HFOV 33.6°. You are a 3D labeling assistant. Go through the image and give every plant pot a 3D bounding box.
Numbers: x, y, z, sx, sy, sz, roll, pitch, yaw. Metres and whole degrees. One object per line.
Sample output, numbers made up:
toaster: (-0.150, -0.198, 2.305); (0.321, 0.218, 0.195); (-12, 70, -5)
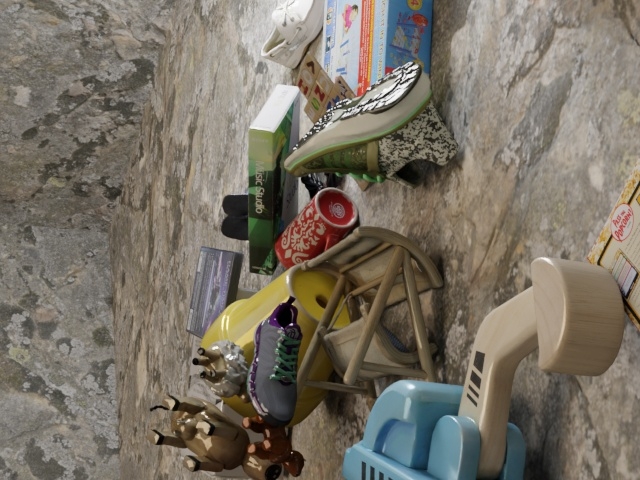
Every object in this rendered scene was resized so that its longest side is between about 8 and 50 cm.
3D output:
plant pot: (-0.057, 0.180, 1.970); (0.239, 0.254, 0.254); (-49, 37, 32)

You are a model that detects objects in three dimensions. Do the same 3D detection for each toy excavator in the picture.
toy excavator: (0.184, 0.234, 1.326); (0.433, 0.222, 0.445); (-173, 90, -68)

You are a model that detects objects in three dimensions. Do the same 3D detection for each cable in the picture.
cable: (-0.002, -0.167, 2.157); (0.184, 0.047, 0.150); (-101, 24, -43)

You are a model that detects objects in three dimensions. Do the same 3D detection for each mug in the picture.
mug: (0.006, -0.005, 2.043); (0.150, 0.113, 0.169); (57, 141, 15)

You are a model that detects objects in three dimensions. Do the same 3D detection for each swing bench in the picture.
swing bench: (0.075, 0.132, 1.725); (0.253, 0.165, 0.255); (147, 131, -65)

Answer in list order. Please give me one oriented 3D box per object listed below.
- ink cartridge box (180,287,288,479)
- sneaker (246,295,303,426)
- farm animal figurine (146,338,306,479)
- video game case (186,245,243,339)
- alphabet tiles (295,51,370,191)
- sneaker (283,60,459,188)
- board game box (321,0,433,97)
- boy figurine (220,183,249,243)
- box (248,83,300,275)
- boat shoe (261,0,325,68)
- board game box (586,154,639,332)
ink cartridge box: (-0.179, 0.303, 2.324); (0.285, 0.166, 0.395); (177, 100, -69)
sneaker: (-0.068, 0.192, 1.726); (0.098, 0.083, 0.224); (-57, 27, 36)
farm animal figurine: (-0.165, 0.386, 1.834); (0.330, 0.172, 0.327); (-53, 54, 13)
video game case: (-0.228, 0.115, 2.257); (0.274, 0.026, 0.196); (-174, 94, -68)
alphabet tiles: (0.034, -0.219, 1.909); (0.237, 0.009, 0.198); (54, 159, 10)
sneaker: (0.080, -0.140, 1.750); (0.158, 0.182, 0.410); (-46, 13, -25)
board game box: (0.096, -0.379, 1.906); (0.302, 0.086, 0.308); (167, 107, -68)
boy figurine: (-0.142, -0.089, 2.314); (0.285, 0.092, 0.177); (-65, -21, -73)
box: (-0.092, -0.124, 2.145); (0.232, 0.058, 0.322); (-68, -19, -58)
boat shoe: (-0.060, -0.480, 2.327); (0.277, 0.096, 0.098); (123, 147, -50)
board game box: (0.370, 0.021, 1.131); (0.193, 0.045, 0.147); (-111, 33, -50)
